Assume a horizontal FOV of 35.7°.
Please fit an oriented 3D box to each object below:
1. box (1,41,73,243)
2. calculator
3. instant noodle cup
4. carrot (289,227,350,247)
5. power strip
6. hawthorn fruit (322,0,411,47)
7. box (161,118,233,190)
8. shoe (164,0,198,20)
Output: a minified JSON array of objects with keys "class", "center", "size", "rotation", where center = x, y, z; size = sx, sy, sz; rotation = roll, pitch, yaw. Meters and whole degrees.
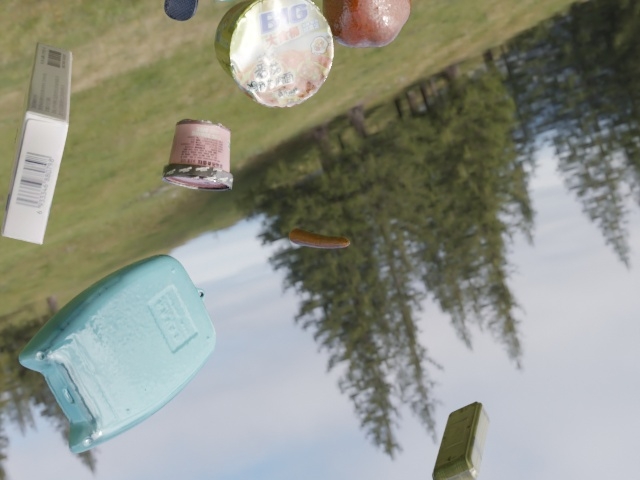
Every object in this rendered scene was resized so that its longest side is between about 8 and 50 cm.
[{"class":"box","center":[-0.437,-0.161,1.542],"size":[0.065,0.200,0.343],"rotation":[11,-155,-18]},{"class":"calculator","center":[-0.329,0.182,1.752],"size":[0.054,0.256,0.386],"rotation":[-13,-162,42]},{"class":"instant noodle cup","center":[-0.098,-0.350,1.801],"size":[0.205,0.205,0.153],"rotation":[-19,-156,-21]},{"class":"carrot","center":[0.000,0.000,2.184],"size":[0.037,0.037,0.190],"rotation":[-20,-159,-40]},{"class":"power strip","center":[0.306,0.429,2.119],"size":[0.092,0.066,0.387],"rotation":[-26,-175,17]},{"class":"hawthorn fruit","center":[0.090,-0.522,2.035],"size":[0.200,0.251,0.199],"rotation":[-6,-139,6]},{"class":"box","center":[-0.258,-0.184,2.126],"size":[0.151,0.135,0.151],"rotation":[5,173,1]},{"class":"shoe","center":[-0.238,-0.462,1.793],"size":[0.053,0.062,0.159],"rotation":[-65,-177,-34]}]
